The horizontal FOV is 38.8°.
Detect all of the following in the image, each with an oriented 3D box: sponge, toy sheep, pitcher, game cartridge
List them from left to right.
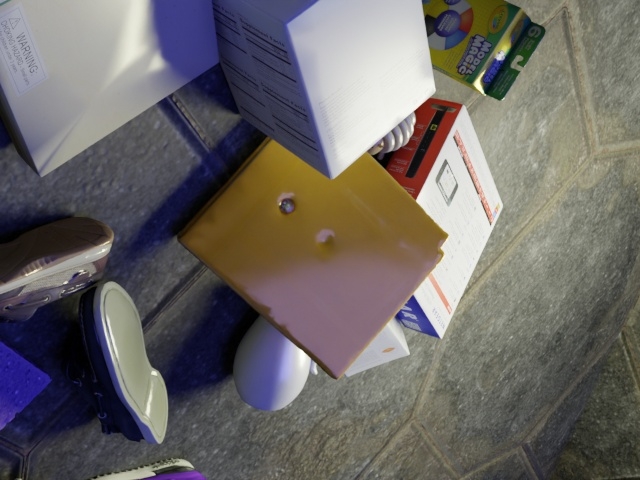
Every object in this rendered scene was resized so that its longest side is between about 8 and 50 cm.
[{"bbox_3d":[-0.447,0.170,1.158,0.117,0.031,0.210,-45,144,-11],"label":"sponge"},{"bbox_3d":[-0.046,0.179,1.506,0.178,0.125,0.207,14,110,-7],"label":"pitcher"},{"bbox_3d":[0.000,0.000,1.345,0.324,0.053,0.285,44,83,-17],"label":"game cartridge"},{"bbox_3d":[0.108,-0.184,1.443,0.132,0.091,0.091,-52,147,-26],"label":"toy sheep"}]

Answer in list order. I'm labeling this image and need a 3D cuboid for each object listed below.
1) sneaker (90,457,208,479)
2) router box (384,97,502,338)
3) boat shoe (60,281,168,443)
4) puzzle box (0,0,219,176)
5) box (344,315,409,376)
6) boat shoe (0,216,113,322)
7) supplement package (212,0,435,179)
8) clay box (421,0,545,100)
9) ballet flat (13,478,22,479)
[{"bbox_3d":[-0.282,0.443,1.461,0.293,0.146,0.102,-11,118,-45],"label":"sneaker"},{"bbox_3d":[0.197,-0.032,1.595,0.301,0.082,0.335,-62,147,-18],"label":"router box"},{"bbox_3d":[-0.301,0.179,1.267,0.340,0.113,0.127,81,10,-55],"label":"boat shoe"},{"bbox_3d":[-0.238,-0.273,0.928,0.272,0.052,0.408,-37,154,-23],"label":"puzzle box"},{"bbox_3d":[0.067,0.156,1.627,0.130,0.091,0.170,-21,145,10],"label":"box"},{"bbox_3d":[-0.374,0.055,1.086,0.285,0.103,0.092,-25,131,-42],"label":"boat shoe"},{"bbox_3d":[-0.005,-0.262,1.144,0.199,0.198,0.262,-41,145,-17],"label":"supplement package"},{"bbox_3d":[0.206,-0.304,1.328,0.053,0.222,0.127,23,100,-53],"label":"clay box"},{"bbox_3d":[-0.543,0.489,1.263,0.409,0.147,0.147,-41,143,-22],"label":"ballet flat"}]
